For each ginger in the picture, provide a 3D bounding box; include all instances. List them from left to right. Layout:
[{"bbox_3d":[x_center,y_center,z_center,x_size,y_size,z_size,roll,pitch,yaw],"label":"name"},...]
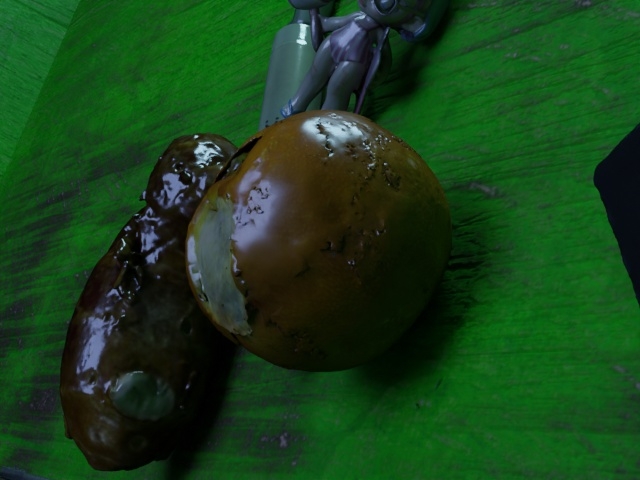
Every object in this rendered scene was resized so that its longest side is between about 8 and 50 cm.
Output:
[{"bbox_3d":[-0.173,0.056,1.567,0.254,0.176,0.418,130,162,-61],"label":"ginger"}]

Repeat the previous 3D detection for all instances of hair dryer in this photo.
[{"bbox_3d":[-0.030,-0.287,1.816,0.150,0.047,0.071,-25,45,64],"label":"hair dryer"}]

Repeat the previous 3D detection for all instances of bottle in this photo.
[{"bbox_3d":[-0.034,-0.169,1.658,0.072,0.072,0.201,-39,33,42],"label":"bottle"}]

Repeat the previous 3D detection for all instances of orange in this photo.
[{"bbox_3d":[0.000,0.000,1.228,0.240,0.240,0.240,-45,29,34],"label":"orange"}]

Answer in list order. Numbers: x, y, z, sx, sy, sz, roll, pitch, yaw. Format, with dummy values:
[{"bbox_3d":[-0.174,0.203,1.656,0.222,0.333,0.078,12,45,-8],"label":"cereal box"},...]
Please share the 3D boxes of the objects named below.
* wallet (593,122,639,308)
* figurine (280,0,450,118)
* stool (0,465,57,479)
[{"bbox_3d":[0.264,-0.007,0.937,0.146,0.030,0.285,-45,30,29],"label":"wallet"},{"bbox_3d":[0.039,-0.232,1.521,0.260,0.103,0.205,-54,50,28],"label":"figurine"},{"bbox_3d":[-0.277,0.388,1.450,0.269,0.170,0.244,-8,57,62],"label":"stool"}]
